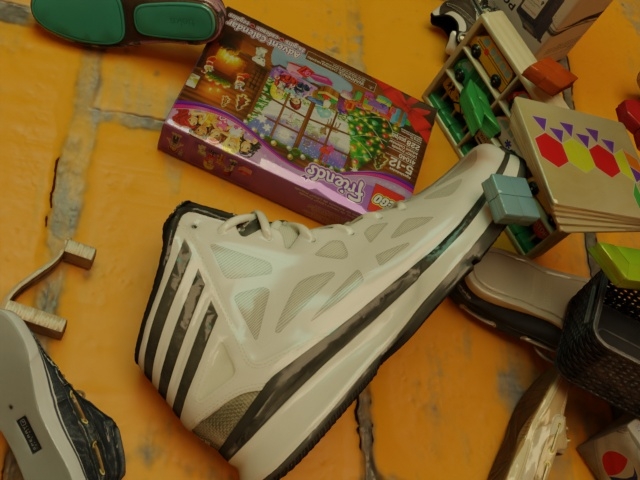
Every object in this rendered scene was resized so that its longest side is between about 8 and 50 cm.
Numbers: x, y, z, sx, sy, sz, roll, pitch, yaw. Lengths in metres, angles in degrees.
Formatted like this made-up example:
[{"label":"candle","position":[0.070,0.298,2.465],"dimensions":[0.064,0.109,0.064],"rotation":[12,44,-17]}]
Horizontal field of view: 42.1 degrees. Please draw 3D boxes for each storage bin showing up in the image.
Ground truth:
[{"label":"storage bin","position":[0.353,0.116,0.873],"dimensions":[0.180,0.084,0.122],"rotation":[27,52,1]}]

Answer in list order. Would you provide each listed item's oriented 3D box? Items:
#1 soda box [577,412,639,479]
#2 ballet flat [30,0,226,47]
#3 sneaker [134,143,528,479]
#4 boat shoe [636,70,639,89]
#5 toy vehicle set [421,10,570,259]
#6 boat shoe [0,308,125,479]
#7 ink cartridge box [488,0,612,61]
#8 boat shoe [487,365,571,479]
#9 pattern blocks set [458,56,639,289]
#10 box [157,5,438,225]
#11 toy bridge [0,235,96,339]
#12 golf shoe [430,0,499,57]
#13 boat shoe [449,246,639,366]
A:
[{"label":"soda box","position":[0.437,0.201,0.958],"dimensions":[0.286,0.098,0.091],"rotation":[-23,72,-29]},{"label":"ballet flat","position":[-0.218,-0.267,0.970],"dimensions":[0.222,0.076,0.079],"rotation":[2,30,1]},{"label":"sneaker","position":[0.000,0.000,0.832],"dimensions":[0.257,0.169,0.447],"rotation":[43,69,6]},{"label":"boat shoe","position":[0.624,-0.172,1.227],"dimensions":[0.342,0.123,0.123],"rotation":[20,56,-17]},{"label":"toy vehicle set","position":[0.236,-0.124,1.019],"dimensions":[0.035,0.166,0.266],"rotation":[-19,70,-29]},{"label":"boat shoe","position":[-0.238,0.144,0.733],"dimensions":[0.183,0.065,0.083],"rotation":[66,19,8]},{"label":"ink cartridge box","position":[0.315,-0.373,1.145],"dimensions":[0.100,0.237,0.172],"rotation":[-25,74,-27]},{"label":"boat shoe","position":[0.236,0.216,0.899],"dimensions":[0.059,0.063,0.170],"rotation":[35,65,-3]},{"label":"pattern blocks set","position":[0.284,-0.076,0.880],"dimensions":[0.325,0.026,0.285],"rotation":[14,53,-26]},{"label":"box","position":[-0.018,-0.135,0.991],"dimensions":[0.293,0.057,0.201],"rotation":[24,58,-8]},{"label":"toy bridge","position":[-0.275,0.075,0.796],"dimensions":[0.063,0.026,0.188],"rotation":[19,59,-9]},{"label":"golf shoe","position":[0.222,-0.254,1.151],"dimensions":[0.094,0.077,0.198],"rotation":[-21,67,-14]},{"label":"boat shoe","position":[0.268,0.090,0.966],"dimensions":[0.255,0.079,0.095],"rotation":[20,59,-7]}]
